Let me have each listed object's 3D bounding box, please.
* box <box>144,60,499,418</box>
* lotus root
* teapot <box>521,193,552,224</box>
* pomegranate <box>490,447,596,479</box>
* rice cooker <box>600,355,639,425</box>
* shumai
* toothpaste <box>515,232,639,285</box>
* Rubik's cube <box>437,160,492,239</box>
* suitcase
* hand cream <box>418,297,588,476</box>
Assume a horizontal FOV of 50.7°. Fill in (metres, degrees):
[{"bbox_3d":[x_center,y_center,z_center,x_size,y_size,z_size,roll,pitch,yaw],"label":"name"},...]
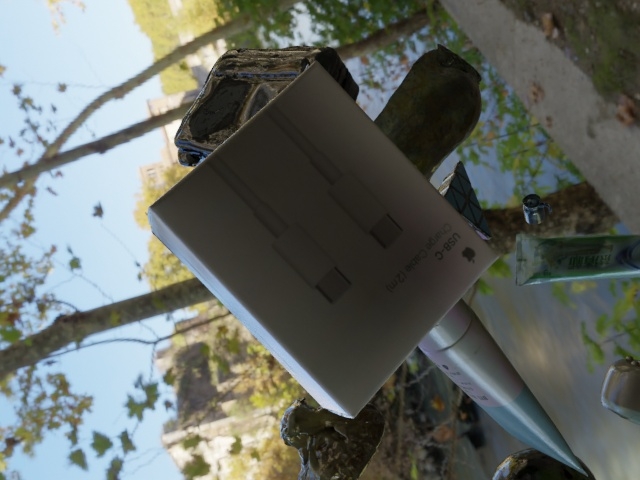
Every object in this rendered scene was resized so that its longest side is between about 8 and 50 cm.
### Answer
[{"bbox_3d":[0.000,0.000,0.621,0.252,0.203,0.106,47,163,-4],"label":"box"},{"bbox_3d":[0.232,-0.237,1.348,0.149,0.260,0.267,37,176,15],"label":"lotus root"},{"bbox_3d":[0.529,-0.071,1.657,0.063,0.049,0.083,47,176,37],"label":"teapot"},{"bbox_3d":[0.463,0.573,1.354,0.242,0.242,0.306,86,165,-71],"label":"pomegranate"},{"bbox_3d":[0.627,0.286,1.244,0.145,0.206,0.127,-6,-80,-75],"label":"rice cooker"},{"bbox_3d":[0.002,0.350,1.185,0.153,0.209,0.161,42,-174,-2],"label":"shumai"},{"bbox_3d":[0.400,0.020,0.856,0.048,0.296,0.075,39,-128,-61],"label":"toothpaste"},{"bbox_3d":[0.335,-0.046,1.672,0.178,0.211,0.190,40,133,-3],"label":"Rubik's cube"},{"bbox_3d":[-0.112,-0.268,1.456,0.188,0.345,0.339,44,-117,-49],"label":"suitcase"},{"bbox_3d":[0.198,0.161,0.764,0.312,0.070,0.111,47,164,-28],"label":"hand cream"}]
